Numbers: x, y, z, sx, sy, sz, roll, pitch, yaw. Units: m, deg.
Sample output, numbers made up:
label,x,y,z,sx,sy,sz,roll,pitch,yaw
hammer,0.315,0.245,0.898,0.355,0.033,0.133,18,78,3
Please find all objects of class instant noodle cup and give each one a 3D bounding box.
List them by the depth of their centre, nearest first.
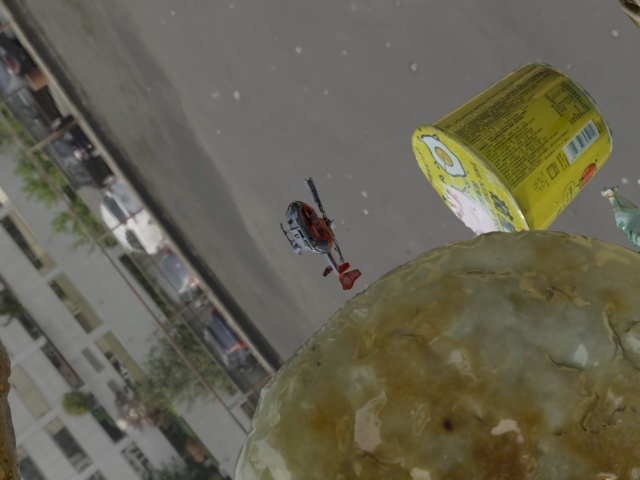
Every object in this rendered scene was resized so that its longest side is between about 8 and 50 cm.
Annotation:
label,x,y,z,sx,sy,sz,roll,pitch,yaw
instant noodle cup,0.370,-0.165,1.496,0.325,0.254,0.325,48,173,8

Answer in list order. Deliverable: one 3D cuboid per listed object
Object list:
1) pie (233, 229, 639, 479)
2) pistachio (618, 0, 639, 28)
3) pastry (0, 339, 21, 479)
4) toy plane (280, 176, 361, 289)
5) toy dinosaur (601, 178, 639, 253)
label,x,y,z,sx,sy,sz,roll,pitch,yaw
pie,0.102,0.161,0.365,0.339,0.339,0.077,51,173,3
pistachio,0.320,-0.224,0.629,0.126,0.185,0.108,51,164,23
pastry,-0.387,0.214,0.746,0.164,0.356,0.356,9,-166,-39
toy plane,0.000,0.000,0.955,0.037,0.060,0.145,-14,111,51
toy dinosaur,0.326,-0.009,0.809,0.187,0.044,0.106,10,-120,-86
